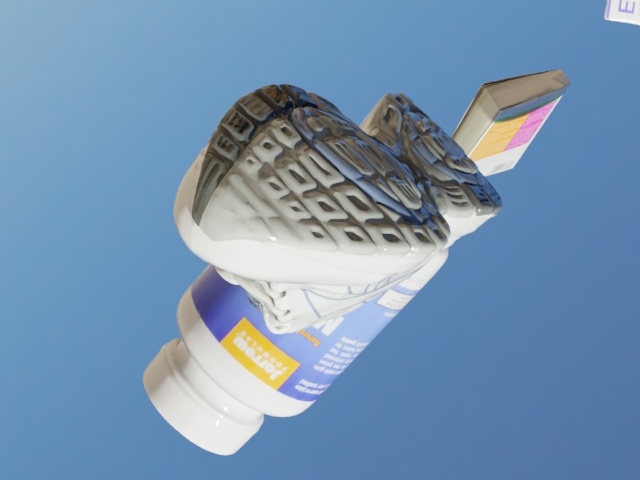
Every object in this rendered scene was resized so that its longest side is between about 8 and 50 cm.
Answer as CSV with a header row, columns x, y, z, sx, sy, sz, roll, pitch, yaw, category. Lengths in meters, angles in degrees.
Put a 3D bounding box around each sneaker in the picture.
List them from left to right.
x,y,z,sx,sy,sz,roll,pitch,yaw,category
0.000,0.000,0.928,0.129,0.111,0.297,-44,166,16,sneaker

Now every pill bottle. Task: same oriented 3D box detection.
x,y,z,sx,sy,sz,roll,pitch,yaw,category
-0.029,0.057,1.609,0.272,0.152,0.152,-48,-161,15,pill bottle

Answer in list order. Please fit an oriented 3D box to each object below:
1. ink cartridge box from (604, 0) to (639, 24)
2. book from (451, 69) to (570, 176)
x,y,z,sx,sy,sz,roll,pitch,yaw,category
0.286,-0.219,1.144,0.045,0.208,0.206,-170,-91,-84,ink cartridge box
0.178,-0.108,1.812,0.096,0.035,0.144,-16,154,-30,book
